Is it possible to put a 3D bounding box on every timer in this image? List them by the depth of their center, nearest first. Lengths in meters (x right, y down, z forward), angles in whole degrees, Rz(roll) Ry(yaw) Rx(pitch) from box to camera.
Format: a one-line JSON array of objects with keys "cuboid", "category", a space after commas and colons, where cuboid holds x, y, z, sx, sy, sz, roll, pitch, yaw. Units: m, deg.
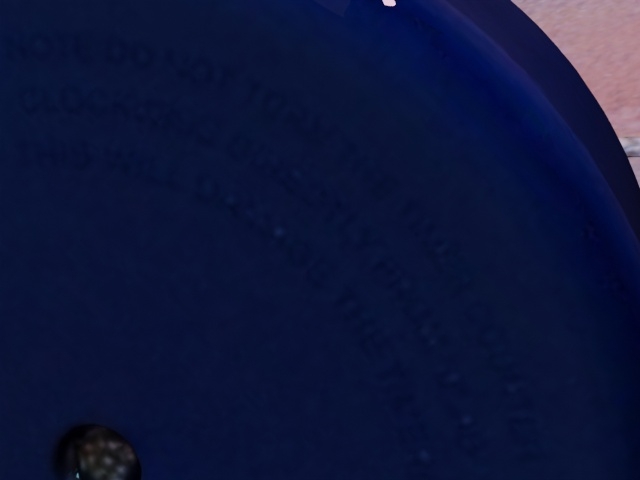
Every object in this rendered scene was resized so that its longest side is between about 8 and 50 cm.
[{"cuboid": [0.000, 0.000, 0.555, 0.270, 0.270, 0.383, -6, 15, 19], "category": "timer"}]
